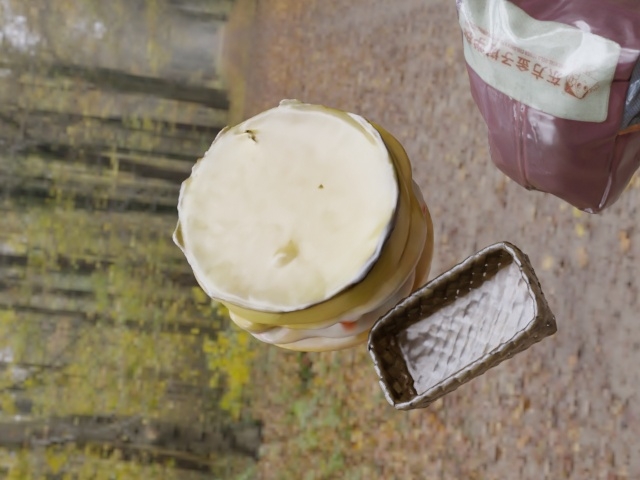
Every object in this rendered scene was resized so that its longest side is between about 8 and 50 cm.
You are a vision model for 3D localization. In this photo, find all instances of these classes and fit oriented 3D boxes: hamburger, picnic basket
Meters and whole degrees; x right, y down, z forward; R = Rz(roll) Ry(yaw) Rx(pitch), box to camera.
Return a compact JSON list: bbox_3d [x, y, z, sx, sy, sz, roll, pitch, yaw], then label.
[{"bbox_3d":[0.000,0.000,1.244,0.237,0.276,0.276,44,-135,-58],"label":"hamburger"},{"bbox_3d":[0.139,0.088,1.099,0.193,0.055,0.110,-34,57,25],"label":"picnic basket"}]

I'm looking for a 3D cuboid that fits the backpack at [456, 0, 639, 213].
[{"bbox_3d":[0.309,-0.184,1.384,0.283,0.197,0.317,36,152,34],"label":"backpack"}]
